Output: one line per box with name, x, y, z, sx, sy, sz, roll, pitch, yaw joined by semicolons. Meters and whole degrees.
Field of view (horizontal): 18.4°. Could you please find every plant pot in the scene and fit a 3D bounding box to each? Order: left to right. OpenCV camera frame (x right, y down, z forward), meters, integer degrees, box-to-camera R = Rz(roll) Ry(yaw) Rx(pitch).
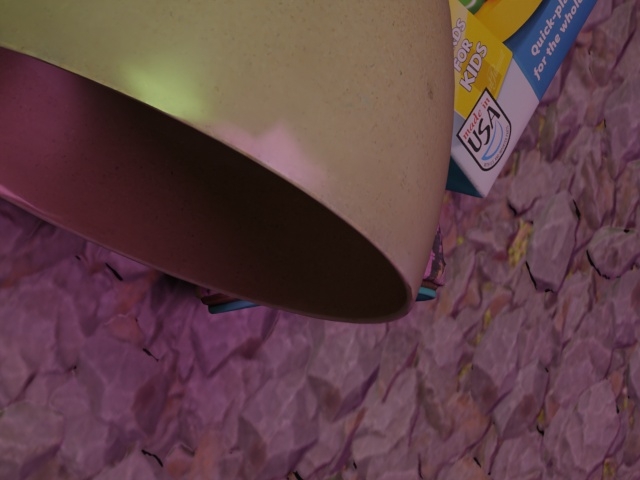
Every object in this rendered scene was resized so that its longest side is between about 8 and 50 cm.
plant pot;-0.056;-0.109;0.879;0.284;0.284;0.191;38;70;-48

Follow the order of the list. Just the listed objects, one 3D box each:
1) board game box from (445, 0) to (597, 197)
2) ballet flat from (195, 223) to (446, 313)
board game box;0.056;-0.222;1.125;0.253;0.079;0.336;-60;139;-17
ballet flat;0.000;0.000;1.148;0.221;0.077;0.079;-1;85;-54
